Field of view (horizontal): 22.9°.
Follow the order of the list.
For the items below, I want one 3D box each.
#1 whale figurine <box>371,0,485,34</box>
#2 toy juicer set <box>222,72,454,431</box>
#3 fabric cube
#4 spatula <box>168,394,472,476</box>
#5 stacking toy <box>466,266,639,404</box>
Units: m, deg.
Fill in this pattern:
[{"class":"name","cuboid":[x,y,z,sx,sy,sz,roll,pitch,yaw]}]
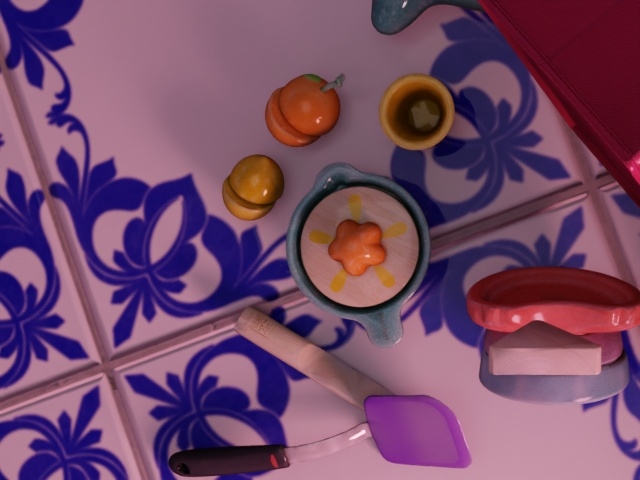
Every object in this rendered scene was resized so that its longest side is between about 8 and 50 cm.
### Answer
[{"class":"whale figurine","cuboid":[0.160,-0.266,1.393,0.272,0.141,0.216,-12,87,13]},{"class":"toy juicer set","cuboid":[0.000,0.000,1.456,0.209,0.089,0.329,10,93,12]},{"class":"fabric cube","cuboid":[0.317,-0.155,1.248,0.258,0.254,0.259,-38,51,6]},{"class":"spatula","cuboid":[-0.008,0.192,1.477,0.296,0.030,0.084,-11,118,17]},{"class":"stacking toy","cuboid":[0.270,0.117,1.305,0.309,0.279,0.130,2,104,12]}]
